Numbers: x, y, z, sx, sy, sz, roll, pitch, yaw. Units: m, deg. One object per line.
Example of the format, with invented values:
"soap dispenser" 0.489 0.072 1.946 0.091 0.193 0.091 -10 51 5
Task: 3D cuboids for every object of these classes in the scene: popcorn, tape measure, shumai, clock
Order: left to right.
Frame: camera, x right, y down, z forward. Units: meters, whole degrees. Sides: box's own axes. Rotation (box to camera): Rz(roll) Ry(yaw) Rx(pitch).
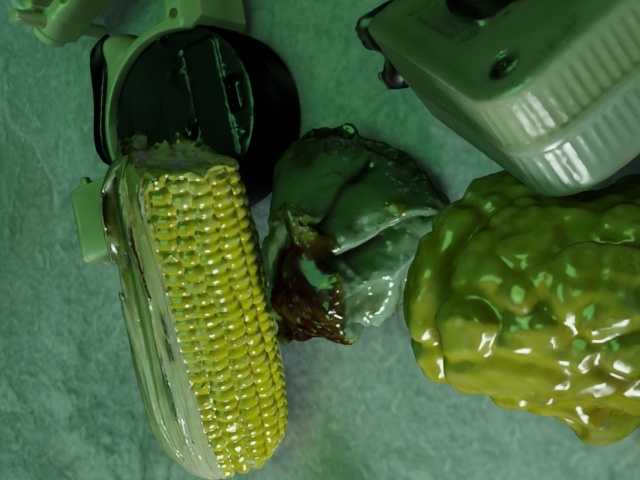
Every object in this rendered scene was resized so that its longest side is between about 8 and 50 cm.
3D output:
"clock" -0.163 -0.185 1.286 0.276 0.120 0.378 -23 74 32
"shumai" -0.004 -0.005 1.117 0.184 0.142 0.184 1 92 39
"tape measure" 0.163 -0.169 0.939 0.231 0.133 0.271 -42 26 -1
"popcorn" 0.175 0.055 0.931 0.200 0.226 0.203 -134 30 -54

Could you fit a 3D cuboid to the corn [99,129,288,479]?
"corn" -0.102 0.055 1.161 0.123 0.122 0.305 -7 110 2
